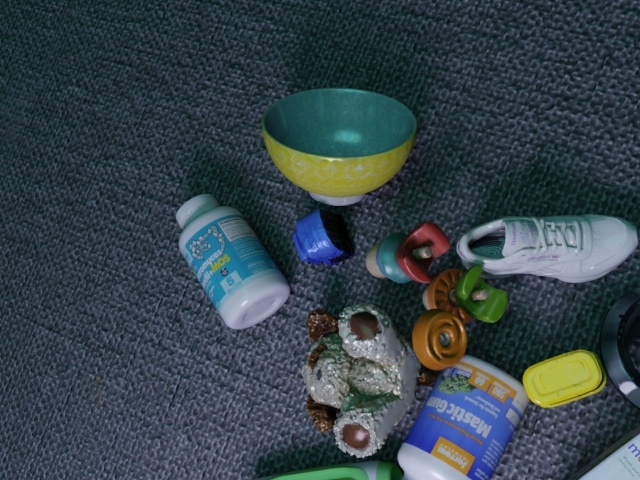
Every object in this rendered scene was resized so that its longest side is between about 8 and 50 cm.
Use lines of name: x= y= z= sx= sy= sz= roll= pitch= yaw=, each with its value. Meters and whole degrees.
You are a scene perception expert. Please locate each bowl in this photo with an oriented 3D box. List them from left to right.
bowl: x=0.034 y=-0.161 z=1.501 sx=0.290 sy=0.289 sz=0.156 roll=17 pitch=129 yaw=23

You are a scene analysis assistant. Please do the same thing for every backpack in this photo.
backpack: x=0.000 y=0.000 z=1.517 sx=0.101 sy=0.120 sz=0.097 roll=-29 pitch=71 yaw=13

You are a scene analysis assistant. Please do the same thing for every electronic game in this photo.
electronic game: x=0.571 y=0.178 z=1.285 sx=0.230 sy=0.048 sz=0.229 roll=-1 pitch=71 yaw=3

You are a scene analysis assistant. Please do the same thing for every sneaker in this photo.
sneaker: x=0.383 y=0.012 z=1.355 sx=0.305 sy=0.152 sz=0.114 roll=-8 pitch=75 yaw=18

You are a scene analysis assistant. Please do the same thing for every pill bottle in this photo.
pill bottle: x=-0.184 y=0.034 z=1.566 sx=0.146 sy=0.146 sz=0.264 roll=-39 pitch=68 yaw=9
pill bottle: x=0.223 y=0.339 z=1.315 sx=0.152 sy=0.152 sz=0.272 roll=25 pitch=72 yaw=23

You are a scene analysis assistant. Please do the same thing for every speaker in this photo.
speaker: x=0.001 y=0.474 z=1.420 sx=0.297 sy=0.131 sz=0.131 roll=-14 pitch=75 yaw=18

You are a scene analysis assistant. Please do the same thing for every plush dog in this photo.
plush dog: x=0.063 y=0.237 z=1.433 sx=0.226 sy=0.211 sz=0.262 roll=2 pitch=89 yaw=40

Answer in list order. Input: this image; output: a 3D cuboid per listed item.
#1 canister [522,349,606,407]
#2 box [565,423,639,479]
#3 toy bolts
canister: x=0.400 y=0.226 z=1.295 sx=0.126 sy=0.170 sz=0.073 roll=-23 pitch=72 yaw=15
box: x=0.457 y=0.385 z=1.193 sx=0.231 sy=0.262 sz=0.126 roll=-42 pitch=68 yaw=9
toy bolts: x=0.167 y=0.095 z=1.360 sx=0.228 sy=0.158 sz=0.218 roll=48 pitch=62 yaw=-17
